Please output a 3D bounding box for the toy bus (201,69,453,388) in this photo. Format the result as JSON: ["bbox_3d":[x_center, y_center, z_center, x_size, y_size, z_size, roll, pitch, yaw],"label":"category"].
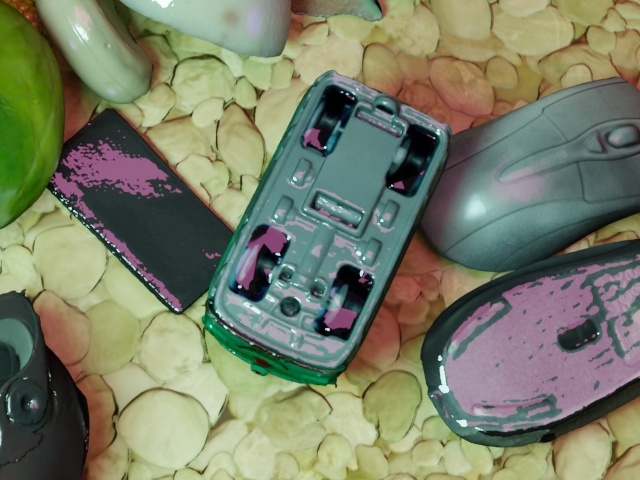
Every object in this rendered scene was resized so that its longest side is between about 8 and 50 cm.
[{"bbox_3d":[0.000,0.000,1.893,0.183,0.199,0.343,27,70,0],"label":"toy bus"}]

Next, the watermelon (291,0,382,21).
[{"bbox_3d":[0.009,-0.324,2.081,0.155,0.080,0.101,15,35,-5],"label":"watermelon"}]

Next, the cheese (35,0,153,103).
[{"bbox_3d":[-0.283,-0.258,1.910,0.071,0.249,0.163,-32,62,9],"label":"cheese"}]

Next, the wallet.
[{"bbox_3d":[-0.208,-0.035,1.952,0.244,0.025,0.124,45,70,5],"label":"wallet"}]

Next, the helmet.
[{"bbox_3d":[-0.338,0.222,1.753,0.177,0.225,0.305,42,68,-27],"label":"helmet"}]

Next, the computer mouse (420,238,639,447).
[{"bbox_3d":[0.290,0.119,1.965,0.374,0.114,0.203,-19,84,-10],"label":"computer mouse"}]

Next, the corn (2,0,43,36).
[{"bbox_3d":[-0.422,-0.312,1.957,0.093,0.093,0.244,-40,85,-20],"label":"corn"}]

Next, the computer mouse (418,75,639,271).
[{"bbox_3d":[0.290,-0.088,2.031,0.371,0.122,0.188,-20,79,-20],"label":"computer mouse"}]

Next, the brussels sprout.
[{"bbox_3d":[-0.445,-0.131,1.821,0.344,0.268,0.344,-1,55,1],"label":"brussels sprout"}]

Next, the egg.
[{"bbox_3d":[-0.144,-0.341,1.954,0.271,0.206,0.161,30,109,7],"label":"egg"}]
